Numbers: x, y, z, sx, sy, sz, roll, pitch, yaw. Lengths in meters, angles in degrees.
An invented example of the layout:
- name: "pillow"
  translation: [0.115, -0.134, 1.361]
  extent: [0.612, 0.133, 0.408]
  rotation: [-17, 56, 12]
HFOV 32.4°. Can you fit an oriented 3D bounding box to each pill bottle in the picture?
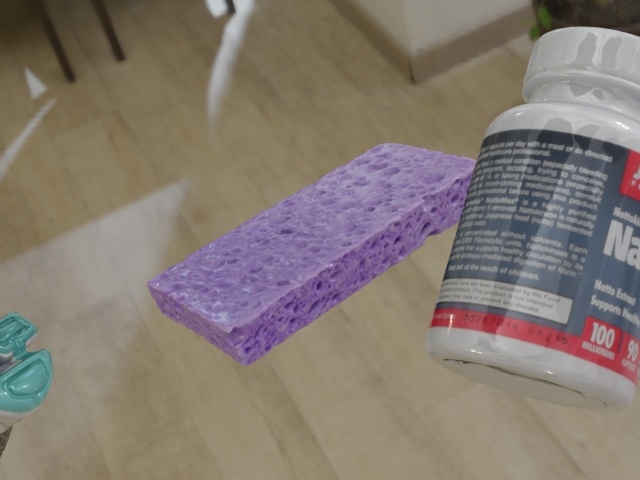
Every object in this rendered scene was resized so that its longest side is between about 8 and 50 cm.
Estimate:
- name: "pill bottle"
  translation: [0.127, -0.012, 0.568]
  extent: [0.108, 0.108, 0.180]
  rotation: [12, 78, 25]

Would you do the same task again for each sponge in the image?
- name: "sponge"
  translation: [0.000, 0.000, 0.718]
  extent: [0.210, 0.031, 0.117]
  rotation: [-33, 28, -24]

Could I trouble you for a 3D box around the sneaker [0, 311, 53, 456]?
- name: "sneaker"
  translation: [-0.170, 0.036, 0.342]
  extent: [0.166, 0.076, 0.065]
  rotation: [27, 24, 3]
